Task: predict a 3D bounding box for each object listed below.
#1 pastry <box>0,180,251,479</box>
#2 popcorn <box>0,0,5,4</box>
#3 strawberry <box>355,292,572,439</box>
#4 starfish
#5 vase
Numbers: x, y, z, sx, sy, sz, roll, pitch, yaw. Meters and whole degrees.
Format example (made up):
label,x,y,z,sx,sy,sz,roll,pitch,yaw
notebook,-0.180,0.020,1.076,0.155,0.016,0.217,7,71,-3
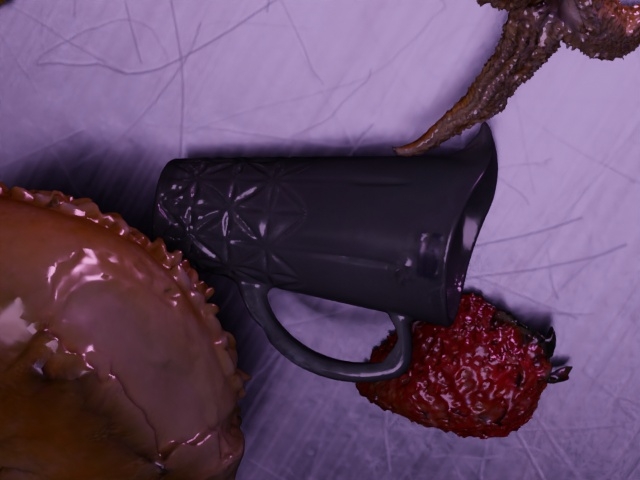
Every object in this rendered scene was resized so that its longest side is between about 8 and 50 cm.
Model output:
label,x,y,z,sx,sy,sz,roll,pitch,yaw
pastry,-0.253,0.128,1.531,0.409,0.245,0.410,12,132,14
popcorn,-0.327,-0.249,1.574,0.082,0.057,0.083,32,100,-8
strawberry,0.135,0.126,1.593,0.192,0.085,0.140,19,106,3
starfish,0.173,-0.219,1.401,0.301,0.293,0.084,-23,61,-2
vase,0.000,0.000,1.549,0.300,0.156,0.251,6,81,11
